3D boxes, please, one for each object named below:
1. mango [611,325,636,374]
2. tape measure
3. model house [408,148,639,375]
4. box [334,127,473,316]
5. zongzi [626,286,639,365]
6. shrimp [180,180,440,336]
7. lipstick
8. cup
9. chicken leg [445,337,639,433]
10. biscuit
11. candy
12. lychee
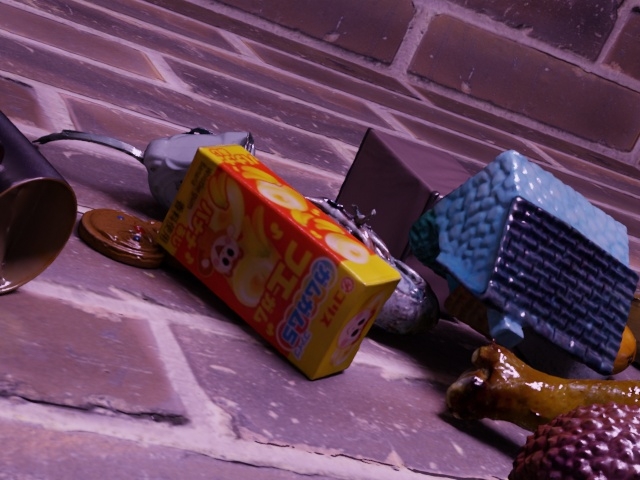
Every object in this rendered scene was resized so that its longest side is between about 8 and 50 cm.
[{"bbox_3d":[0.403,0.145,1.790,0.111,0.089,0.163,31,3,-16],"label":"mango"},{"bbox_3d":[-0.235,-0.084,1.608,0.330,0.164,0.084,-1,50,16],"label":"tape measure"},{"bbox_3d":[0.265,0.075,1.529,0.261,0.226,0.241,29,38,-26],"label":"model house"},{"bbox_3d":[0.142,-0.027,1.772,0.153,0.188,0.252,17,17,-26],"label":"box"},{"bbox_3d":[0.548,0.179,1.848,0.260,0.123,0.289,23,20,8],"label":"zongzi"},{"bbox_3d":[0.002,0.001,1.516,0.372,0.172,0.137,27,21,-17],"label":"shrimp"},{"bbox_3d":[0.321,0.130,1.736,0.077,0.076,0.289,19,17,-23],"label":"lipstick"},{"bbox_3d":[-0.364,-0.062,1.163,0.177,0.166,0.239,40,-2,26],"label":"cup"},{"bbox_3d":[0.341,0.193,1.348,0.361,0.211,0.140,32,-10,13],"label":"chicken leg"},{"bbox_3d":[-0.214,-0.002,1.467,0.175,0.026,0.124,11,22,-39],"label":"biscuit"},{"bbox_3d":[-0.054,0.020,1.385,0.276,0.146,0.088,41,25,23],"label":"candy"},{"bbox_3d":[0.272,0.244,1.170,0.188,0.188,0.188,23,17,-7],"label":"lychee"}]
